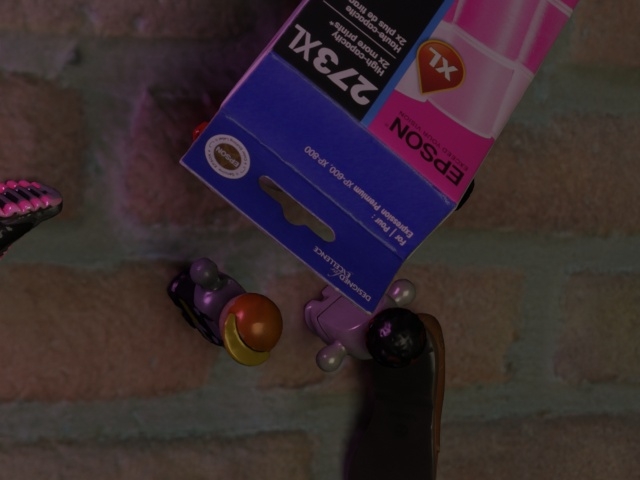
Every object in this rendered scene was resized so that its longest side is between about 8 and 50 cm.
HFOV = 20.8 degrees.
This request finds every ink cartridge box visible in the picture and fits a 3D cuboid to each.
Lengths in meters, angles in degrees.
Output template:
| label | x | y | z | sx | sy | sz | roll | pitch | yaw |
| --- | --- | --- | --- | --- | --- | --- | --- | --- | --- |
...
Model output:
| label | x | y | z | sx | sy | sz | roll | pitch | yaw |
| --- | --- | --- | --- | --- | --- | --- | --- | --- | --- |
| ink cartridge box | 0.058 | -0.129 | 1.306 | 0.176 | 0.069 | 0.371 | 39 | 52 | -7 |

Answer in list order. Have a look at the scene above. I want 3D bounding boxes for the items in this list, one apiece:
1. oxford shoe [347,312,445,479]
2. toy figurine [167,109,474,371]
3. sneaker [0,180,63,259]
| label | x | y | z | sx | sy | sz | roll | pitch | yaw |
| --- | --- | --- | --- | --- | --- | --- | --- | --- | --- |
| oxford shoe | 0.076 | 0.163 | 1.491 | 0.076 | 0.076 | 0.212 | -28 | 131 | -65 |
| toy figurine | 0.000 | 0.000 | 1.367 | 0.213 | 0.148 | 0.209 | 10 | 94 | -31 |
| sneaker | -0.245 | -0.004 | 1.295 | 0.119 | 0.047 | 0.057 | -21 | 124 | -20 |
